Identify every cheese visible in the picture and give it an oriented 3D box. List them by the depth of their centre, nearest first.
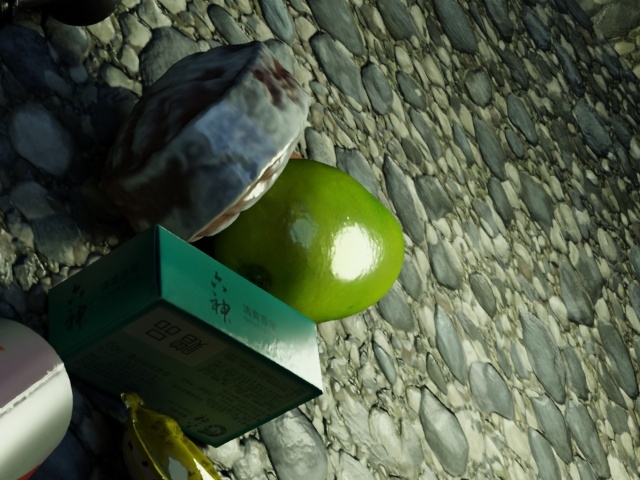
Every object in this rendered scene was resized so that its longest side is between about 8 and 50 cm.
[{"bbox_3d":[-0.117,0.248,1.498,0.250,0.064,0.156,53,1,6],"label":"cheese"}]

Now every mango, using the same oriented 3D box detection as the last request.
[{"bbox_3d":[0.000,0.000,1.866,0.343,0.156,0.192,-1,80,-62],"label":"mango"}]

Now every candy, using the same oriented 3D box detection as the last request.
[{"bbox_3d":[-0.123,-0.109,1.699,0.157,0.214,0.289,49,27,-13],"label":"candy"}]

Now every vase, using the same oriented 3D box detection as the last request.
[{"bbox_3d":[-0.289,-0.275,1.699,0.183,0.120,0.120,-36,96,-48],"label":"vase"}]

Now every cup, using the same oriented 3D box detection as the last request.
[{"bbox_3d":[-0.308,0.162,1.200,0.203,0.203,0.288,59,22,-4],"label":"cup"}]

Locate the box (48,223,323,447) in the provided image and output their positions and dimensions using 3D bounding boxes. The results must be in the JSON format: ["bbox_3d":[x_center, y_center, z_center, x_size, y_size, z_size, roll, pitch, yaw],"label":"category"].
[{"bbox_3d":[-0.131,0.100,1.561,0.245,0.153,0.092,35,36,-42],"label":"box"}]

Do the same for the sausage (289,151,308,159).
[{"bbox_3d":[-0.035,-0.078,1.967,0.304,0.078,0.078,33,39,-40],"label":"sausage"}]
